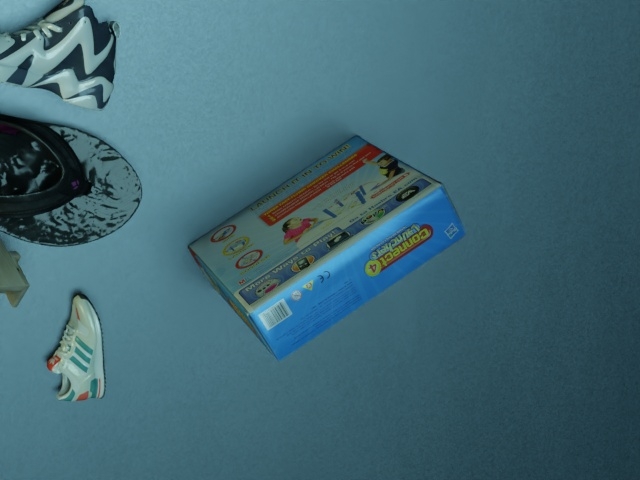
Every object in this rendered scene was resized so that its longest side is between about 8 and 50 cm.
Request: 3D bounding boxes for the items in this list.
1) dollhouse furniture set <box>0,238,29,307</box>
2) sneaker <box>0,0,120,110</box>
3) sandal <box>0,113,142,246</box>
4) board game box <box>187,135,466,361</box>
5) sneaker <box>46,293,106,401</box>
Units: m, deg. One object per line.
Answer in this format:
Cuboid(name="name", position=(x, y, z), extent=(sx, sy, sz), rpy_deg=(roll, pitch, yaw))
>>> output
Cuboid(name="dollhouse furniture set", position=(-0.613, 0.119, 1.801), extent=(0.303, 0.173, 0.355), rpy_deg=(-1, 137, -46))
Cuboid(name="sneaker", position=(-0.366, -0.273, 1.753), extent=(0.235, 0.094, 0.153), rpy_deg=(17, 98, -24))
Cuboid(name="sandal", position=(-0.440, -0.104, 1.757), extent=(0.446, 0.107, 0.167), rpy_deg=(21, 88, -24))
Cuboid(name="board game box", position=(0.000, 0.000, 1.857), extent=(0.308, 0.302, 0.086), rpy_deg=(-33, 115, -8))
Cuboid(name="sneaker", position=(-0.350, 0.157, 1.907), extent=(0.075, 0.057, 0.161), rpy_deg=(-10, 112, -23))
